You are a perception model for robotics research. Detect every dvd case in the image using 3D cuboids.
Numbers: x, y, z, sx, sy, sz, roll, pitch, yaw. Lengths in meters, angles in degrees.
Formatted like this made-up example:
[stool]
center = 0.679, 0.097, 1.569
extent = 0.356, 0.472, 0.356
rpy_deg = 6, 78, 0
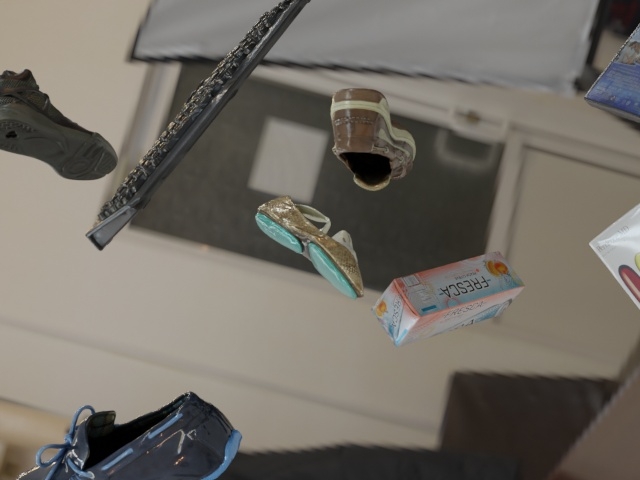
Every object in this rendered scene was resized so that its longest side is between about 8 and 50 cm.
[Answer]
[dvd case]
center = 0.453, -0.253, 1.839
extent = 0.253, 0.022, 0.180
rpy_deg = -53, 27, -1

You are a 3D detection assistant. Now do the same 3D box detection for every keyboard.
[keyboard]
center = -0.129, -0.113, 1.449
extent = 0.317, 0.033, 0.201
rpy_deg = -54, 9, -32

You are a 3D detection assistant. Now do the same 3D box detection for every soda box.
[soda box]
center = 0.150, 0.067, 1.731
extent = 0.058, 0.183, 0.063
rpy_deg = 57, 136, 23

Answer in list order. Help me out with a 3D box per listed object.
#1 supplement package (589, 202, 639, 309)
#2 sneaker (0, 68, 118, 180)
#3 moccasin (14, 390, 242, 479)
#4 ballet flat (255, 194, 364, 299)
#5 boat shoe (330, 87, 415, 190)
[supplement package]
center = 0.504, 0.044, 1.981
extent = 0.134, 0.244, 0.139
rpy_deg = -31, -9, -38
[sneaker]
center = -0.374, -0.163, 2.032
extent = 0.087, 0.227, 0.130
rpy_deg = -41, 51, 25
[moccasin]
center = -0.258, 0.256, 1.846
extent = 0.117, 0.342, 0.137
rpy_deg = 58, -156, -23
[ballet flat]
center = 0.000, 0.000, 2.003
extent = 0.067, 0.206, 0.073
rpy_deg = -39, -29, -21
[boat shoe]
center = 0.061, -0.108, 1.899
extent = 0.257, 0.095, 0.095
rpy_deg = 41, -130, -67
